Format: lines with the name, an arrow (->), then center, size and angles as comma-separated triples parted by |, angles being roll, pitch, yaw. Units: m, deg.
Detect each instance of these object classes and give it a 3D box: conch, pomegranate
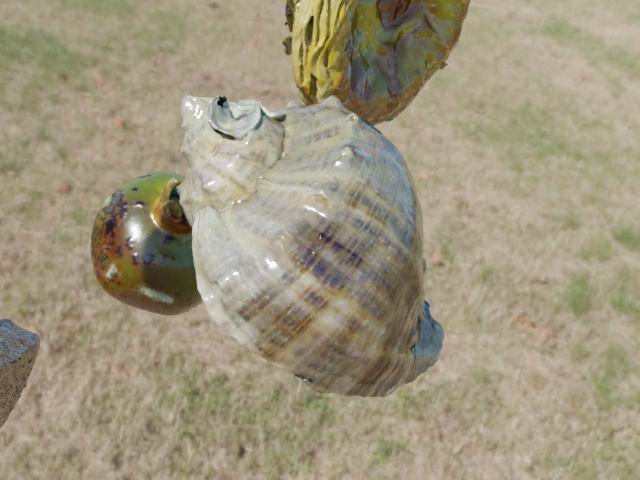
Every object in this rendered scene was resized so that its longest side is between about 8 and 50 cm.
conch -> 0.007, -0.014, 0.688 | 0.291, 0.159, 0.210 | 35, 21, -11
pomegranate -> -0.193, 0.004, 1.173 | 0.198, 0.198, 0.246 | -10, 5, -42

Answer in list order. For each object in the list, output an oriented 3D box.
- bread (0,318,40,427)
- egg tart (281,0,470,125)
bread -> -0.485, 0.210, 1.146 | 0.113, 0.165, 0.416 | 29, 2, -3
egg tart -> 0.053, -0.261, 0.936 | 0.116, 0.295, 0.294 | 28, 27, 34
